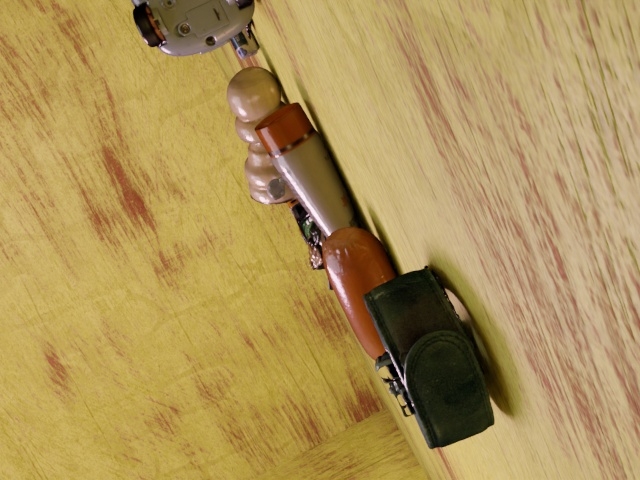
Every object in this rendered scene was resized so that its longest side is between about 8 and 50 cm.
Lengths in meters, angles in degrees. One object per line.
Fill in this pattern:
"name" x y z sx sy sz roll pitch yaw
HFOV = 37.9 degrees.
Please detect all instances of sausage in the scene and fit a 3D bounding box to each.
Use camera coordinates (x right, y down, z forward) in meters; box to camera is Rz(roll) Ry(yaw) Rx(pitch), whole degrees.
"sausage" 0.082 0.092 1.470 0.274 0.105 0.105 65 176 -35

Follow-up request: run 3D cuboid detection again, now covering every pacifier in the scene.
"pacifier" -0.058 -0.119 1.726 0.127 0.116 0.150 28 -144 -44

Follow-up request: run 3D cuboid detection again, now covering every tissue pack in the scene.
"tissue pack" -0.153 -0.392 1.785 0.083 0.042 0.062 64 179 -7

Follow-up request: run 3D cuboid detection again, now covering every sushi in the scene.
"sushi" 0.000 0.000 1.723 0.215 0.050 0.192 164 100 -80

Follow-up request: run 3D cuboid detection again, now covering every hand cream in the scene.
"hand cream" 0.003 -0.070 1.532 0.314 0.089 0.140 60 -168 -21

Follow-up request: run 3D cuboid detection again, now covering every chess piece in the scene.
"chess piece" -0.104 -0.209 1.796 0.143 0.143 0.261 -121 11 -52

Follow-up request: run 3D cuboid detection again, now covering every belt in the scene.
"belt" 0.123 0.139 1.103 0.267 0.116 0.206 65 -178 -71

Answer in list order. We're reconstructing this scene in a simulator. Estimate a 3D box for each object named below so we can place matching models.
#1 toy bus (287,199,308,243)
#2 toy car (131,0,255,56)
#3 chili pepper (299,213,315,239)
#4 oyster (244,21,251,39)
"toy bus" -0.026 -0.070 1.999 0.088 0.083 0.194 59 175 26
"toy car" -0.218 -0.432 1.458 0.212 0.180 0.270 -96 -18 -70
"chili pepper" 0.032 0.013 1.964 0.122 0.065 0.279 27 155 48
"oyster" -0.134 -0.395 1.672 0.054 0.019 0.083 63 179 15
